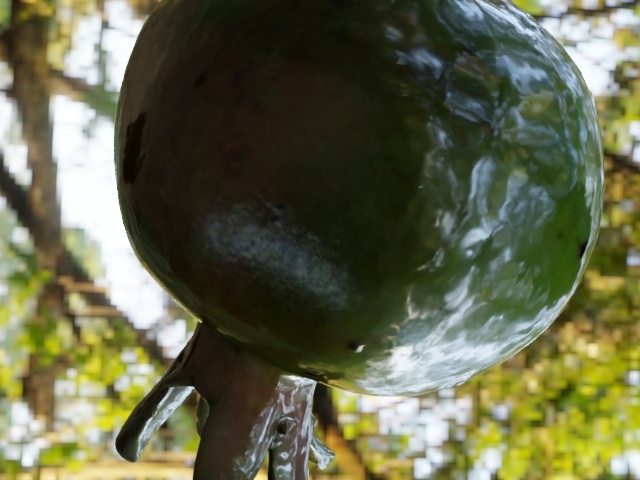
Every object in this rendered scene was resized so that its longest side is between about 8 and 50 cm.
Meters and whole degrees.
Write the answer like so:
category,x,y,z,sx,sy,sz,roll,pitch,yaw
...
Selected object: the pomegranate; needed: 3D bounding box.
category,x,y,z,sx,sy,sz,roll,pitch,yaw
pomegranate,0.000,0.000,0.692,0.224,0.181,0.181,-66,-155,14
